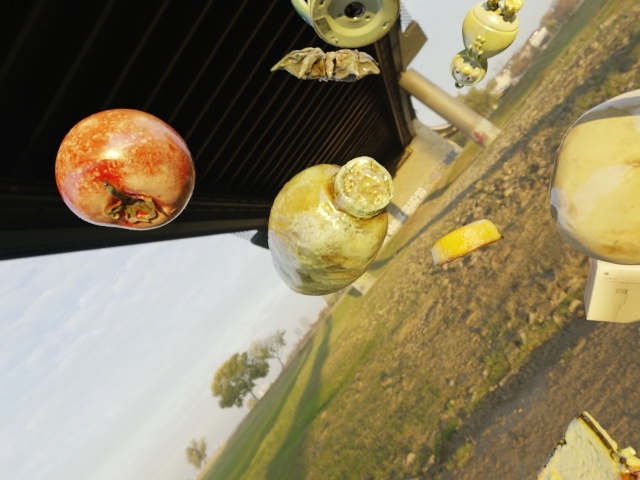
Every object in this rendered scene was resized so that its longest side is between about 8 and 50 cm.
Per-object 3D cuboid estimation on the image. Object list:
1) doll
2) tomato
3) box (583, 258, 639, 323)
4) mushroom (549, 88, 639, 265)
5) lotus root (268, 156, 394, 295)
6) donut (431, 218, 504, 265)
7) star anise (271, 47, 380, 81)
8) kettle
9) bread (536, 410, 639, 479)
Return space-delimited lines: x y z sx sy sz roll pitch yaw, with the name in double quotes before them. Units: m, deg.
"doll" 0.436 -0.529 1.117 0.117 0.142 0.296 -54 -11 -32
"tomato" -0.407 -0.154 0.876 0.271 0.226 0.270 -12 -27 -6
"box" 0.883 0.126 1.162 0.106 0.204 0.251 -64 -35 -39
"mushroom" 0.524 -0.115 0.708 0.297 0.298 0.290 -53 16 20
"lotus root" -0.002 0.001 0.646 0.175 0.175 0.349 -47 -8 -26
"donut" 0.349 0.003 0.992 0.179 0.065 0.162 -18 -11 -32
"star anise" 0.016 -0.352 0.823 0.180 0.205 0.061 -43 -42 -64
"kettle" 0.052 -0.772 1.184 0.320 0.341 0.247 -9 -19 15
"bread" 0.507 0.475 0.716 0.199 0.236 0.263 -27 31 3
